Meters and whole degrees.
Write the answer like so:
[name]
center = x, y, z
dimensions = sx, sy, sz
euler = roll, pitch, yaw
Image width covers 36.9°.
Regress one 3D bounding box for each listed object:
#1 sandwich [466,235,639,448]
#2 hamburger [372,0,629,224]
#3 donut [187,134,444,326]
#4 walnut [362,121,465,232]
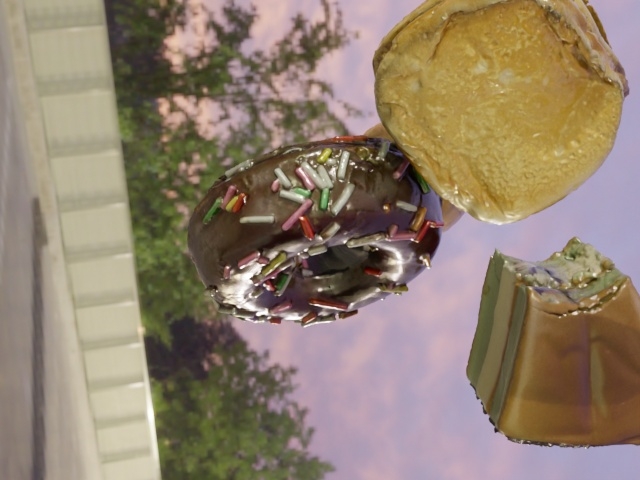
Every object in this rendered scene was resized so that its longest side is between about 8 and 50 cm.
[sandwich]
center = 0.300, 0.106, 1.058
dimensions = 0.155, 0.228, 0.198
euler = -111, -153, -69
[hamburger]
center = 0.149, -0.119, 0.803
dimensions = 0.108, 0.214, 0.213
euler = -81, 175, -51
[donut]
center = 0.000, 0.000, 0.942
dimensions = 0.269, 0.270, 0.103
euler = 106, -25, -62
[walnut]
center = 0.114, -0.079, 1.224
dimensions = 0.197, 0.165, 0.165
euler = -104, -171, -76
